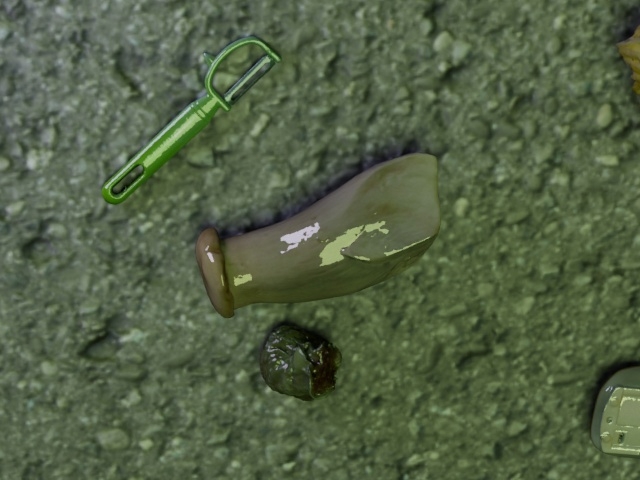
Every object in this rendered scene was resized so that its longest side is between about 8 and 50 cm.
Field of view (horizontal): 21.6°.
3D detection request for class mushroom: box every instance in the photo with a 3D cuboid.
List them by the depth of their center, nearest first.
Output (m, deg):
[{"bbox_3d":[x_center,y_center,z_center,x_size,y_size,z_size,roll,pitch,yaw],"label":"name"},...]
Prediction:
[{"bbox_3d":[0.007,0.005,1.557,0.247,0.096,0.108,-20,136,5],"label":"mushroom"}]

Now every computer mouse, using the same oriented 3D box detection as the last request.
[{"bbox_3d":[0.368,0.178,1.680,0.199,0.045,0.102,4,111,-7],"label":"computer mouse"}]

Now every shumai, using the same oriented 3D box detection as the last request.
[{"bbox_3d":[-0.017,0.128,1.606,0.082,0.080,0.083,-13,113,1],"label":"shumai"}]

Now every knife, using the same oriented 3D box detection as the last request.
[{"bbox_3d":[-0.129,-0.113,1.540,0.212,0.015,0.054,-43,108,10],"label":"knife"}]

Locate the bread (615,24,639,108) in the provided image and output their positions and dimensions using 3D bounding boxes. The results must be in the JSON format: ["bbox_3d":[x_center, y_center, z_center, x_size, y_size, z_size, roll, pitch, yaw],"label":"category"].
[{"bbox_3d":[0.390,-0.131,1.520,0.179,0.133,0.250,-36,110,7],"label":"bread"}]
